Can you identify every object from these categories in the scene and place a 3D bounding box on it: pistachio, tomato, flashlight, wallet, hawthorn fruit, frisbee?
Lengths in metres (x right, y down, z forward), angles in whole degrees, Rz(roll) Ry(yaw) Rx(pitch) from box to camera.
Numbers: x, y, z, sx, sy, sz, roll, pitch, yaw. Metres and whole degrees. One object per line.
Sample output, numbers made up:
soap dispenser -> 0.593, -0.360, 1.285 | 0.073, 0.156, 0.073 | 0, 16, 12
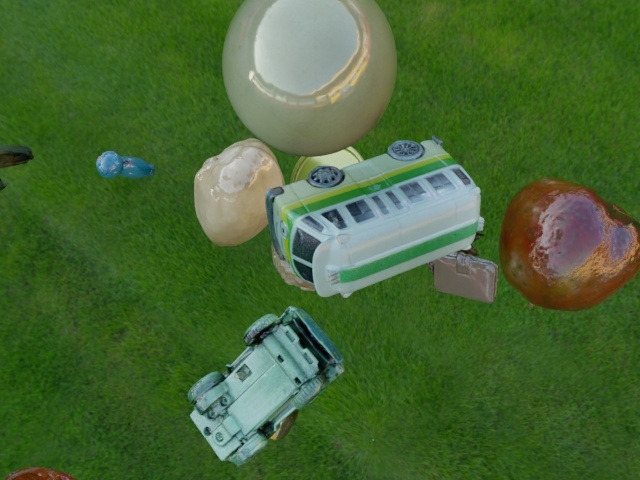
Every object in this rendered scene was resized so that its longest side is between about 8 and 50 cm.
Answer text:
pistachio -> -0.203, -0.111, 1.258 | 0.213, 0.318, 0.194 | 20, 46, -2
tomato -> -0.577, 0.543, 1.034 | 0.159, 0.139, 0.091 | 17, 93, -12
flashlight -> -0.371, -0.139, 0.969 | 0.051, 0.129, 0.051 | -1, 88, 25
wallet -> 0.348, 0.085, 1.216 | 0.152, 0.118, 0.038 | 15, 33, 34
hawthorn fruit -> 0.697, 0.035, 1.457 | 0.402, 0.403, 0.403 | -2, 68, 5
frisbee -> 0.019, -0.119, 1.204 | 0.235, 0.017, 0.236 | -1, 88, 34

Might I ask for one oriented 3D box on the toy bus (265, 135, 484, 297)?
toy bus -> 0.078, -0.029, 0.707 | 0.276, 0.134, 0.165 | -20, 44, -15

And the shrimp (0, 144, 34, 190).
shrimp -> -0.380, -0.065, 0.527 | 0.150, 0.217, 0.051 | -21, 97, 5

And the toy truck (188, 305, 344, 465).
toy truck -> -0.095, 0.246, 0.859 | 0.279, 0.156, 0.155 | -46, 75, 14

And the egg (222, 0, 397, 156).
egg -> -0.011, -0.196, 0.565 | 0.188, 0.189, 0.254 | -6, 27, 3

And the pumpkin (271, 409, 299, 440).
pumpkin -> -0.165, 0.479, 1.452 | 0.247, 0.126, 0.131 | 12, 94, 33

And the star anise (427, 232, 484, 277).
star anise -> 0.366, 0.007, 1.614 | 0.346, 0.148, 0.237 | 24, 71, 39

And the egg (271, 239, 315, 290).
egg -> 0.000, 0.000, 1.376 | 0.279, 0.279, 0.310 | 27, 48, 15
